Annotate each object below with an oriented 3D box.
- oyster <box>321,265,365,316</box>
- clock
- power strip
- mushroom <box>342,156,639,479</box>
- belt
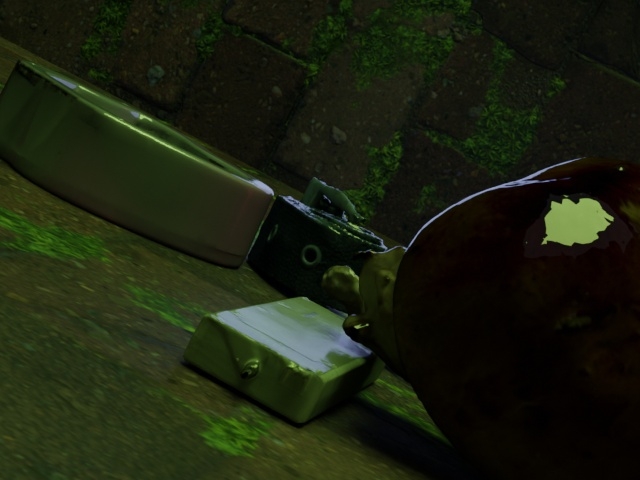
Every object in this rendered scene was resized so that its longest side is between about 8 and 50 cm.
[{"bbox_3d":[0.185,0.149,1.404,0.396,0.111,0.204,29,-12,31],"label":"oyster"},{"bbox_3d":[-0.215,-0.089,1.598,0.338,0.102,0.338,27,5,-3],"label":"clock"},{"bbox_3d":[-0.018,0.092,1.141,0.106,0.043,0.367,28,5,11],"label":"power strip"},{"bbox_3d":[0.203,0.079,1.138,0.345,0.345,0.259,25,-32,-23],"label":"mushroom"},{"bbox_3d":[0.000,0.001,1.626,0.122,0.128,0.218,24,5,-22],"label":"belt"}]
